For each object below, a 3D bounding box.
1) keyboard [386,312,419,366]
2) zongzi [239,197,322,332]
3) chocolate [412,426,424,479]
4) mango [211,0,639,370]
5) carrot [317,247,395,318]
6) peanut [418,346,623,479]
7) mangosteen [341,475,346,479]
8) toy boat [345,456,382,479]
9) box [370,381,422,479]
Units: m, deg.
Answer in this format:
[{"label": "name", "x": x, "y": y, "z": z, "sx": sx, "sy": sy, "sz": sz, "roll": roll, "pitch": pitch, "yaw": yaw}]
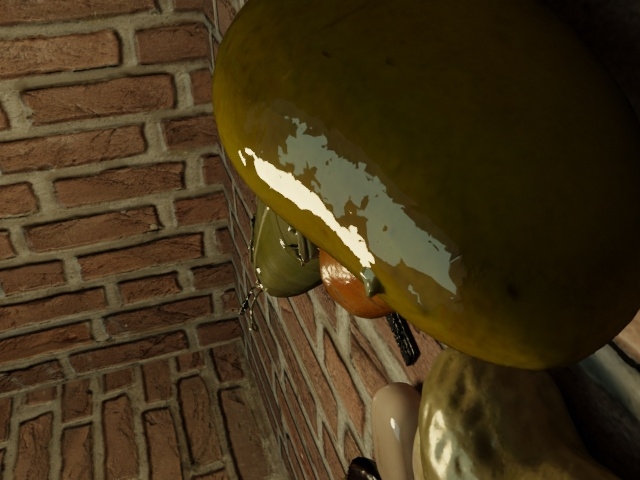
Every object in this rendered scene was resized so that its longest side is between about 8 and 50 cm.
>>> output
[{"label": "keyboard", "x": 0.118, "y": 0.119, "z": 1.002, "sx": 0.060, "sy": 0.018, "sz": 0.195, "roll": 96, "pitch": 157, "yaw": -55}, {"label": "zongzi", "x": -0.067, "y": -0.073, "z": 1.116, "sx": 0.447, "sy": 0.182, "sz": 0.417, "roll": -40, "pitch": 63, "yaw": 59}, {"label": "chocolate", "x": 0.177, "y": 0.341, "z": 0.738, "sx": 0.134, "sy": 0.134, "sz": 0.308, "roll": -141, "pitch": 40, "yaw": -66}, {"label": "mango", "x": 0.075, "y": -0.089, "z": 0.463, "sx": 0.445, "sy": 0.302, "sz": 0.220, "roll": -113, "pitch": 20, "yaw": -48}, {"label": "carrot", "x": 0.106, "y": 0.013, "z": 0.753, "sx": 0.225, "sy": 0.159, "sz": 0.159, "roll": -28, "pitch": 74, "yaw": 63}, {"label": "peanut", "x": 0.200, "y": 0.257, "z": 0.531, "sx": 0.192, "sy": 0.170, "sz": 0.387, "roll": 103, "pitch": 152, "yaw": -45}, {"label": "mangosteen", "x": 0.018, "y": 0.676, "z": 1.273, "sx": 0.306, "sy": 0.307, "sz": 0.359, "roll": 155, "pitch": 124, "yaw": -74}, {"label": "toy boat", "x": 0.120, "y": 0.542, "z": 1.156, "sx": 0.115, "sy": 0.114, "sz": 0.262, "roll": 48, "pitch": -168, "yaw": -49}, {"label": "box", "x": 0.138, "y": 0.329, "z": 0.948, "sx": 0.146, "sy": 0.088, "sz": 0.200, "roll": -142, "pitch": 44, "yaw": -68}]
